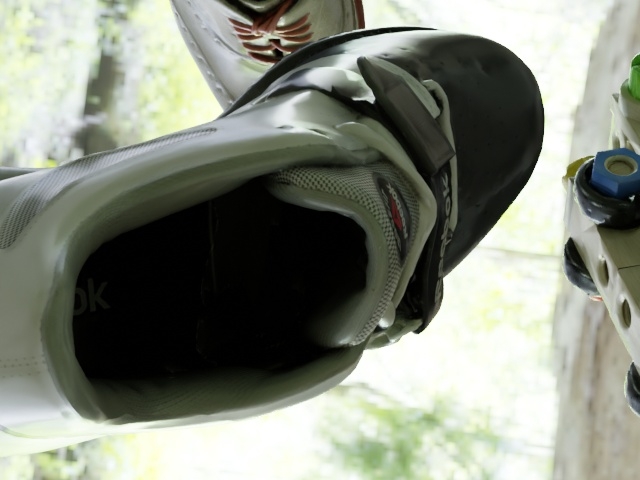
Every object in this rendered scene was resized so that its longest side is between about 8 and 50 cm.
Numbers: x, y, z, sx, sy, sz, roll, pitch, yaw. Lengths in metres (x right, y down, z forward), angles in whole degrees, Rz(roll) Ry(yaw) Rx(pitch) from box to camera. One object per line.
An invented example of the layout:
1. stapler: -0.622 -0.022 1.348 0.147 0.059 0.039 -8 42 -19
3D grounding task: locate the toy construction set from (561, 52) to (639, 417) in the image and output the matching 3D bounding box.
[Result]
1. toy construction set: 0.251 -0.002 0.856 0.327 0.215 0.151 -115 -160 -61

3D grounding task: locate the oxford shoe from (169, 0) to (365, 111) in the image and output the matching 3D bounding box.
1. oxford shoe: -0.042 -0.149 0.958 0.348 0.123 0.130 73 9 -46

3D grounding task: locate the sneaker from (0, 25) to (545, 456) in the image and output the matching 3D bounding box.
1. sneaker: 0.000 0.000 0.563 0.146 0.331 0.122 1 -70 47
